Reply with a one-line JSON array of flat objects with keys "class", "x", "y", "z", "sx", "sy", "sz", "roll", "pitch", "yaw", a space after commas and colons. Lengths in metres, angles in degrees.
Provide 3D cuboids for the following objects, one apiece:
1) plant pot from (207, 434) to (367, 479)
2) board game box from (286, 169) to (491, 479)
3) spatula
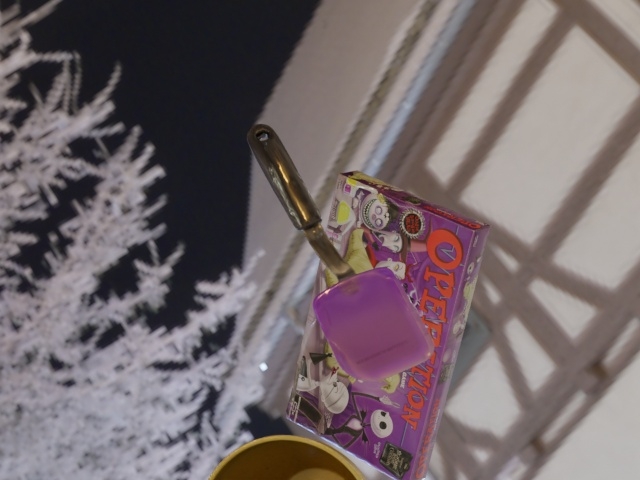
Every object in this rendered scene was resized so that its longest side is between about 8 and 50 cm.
[{"class": "plant pot", "x": -0.013, "y": 0.205, "z": 0.936, "sx": 0.134, "sy": 0.134, "sz": 0.095, "roll": -43, "pitch": -11, "yaw": 9}, {"class": "board game box", "x": 0.077, "y": 0.109, "z": 1.587, "sx": 0.056, "sy": 0.208, "sz": 0.347, "roll": -17, "pitch": -57, "yaw": -55}, {"class": "spatula", "x": 0.000, "y": 0.000, "z": 1.153, "sx": 0.084, "sy": 0.296, "sz": 0.030, "roll": -24, "pitch": -34, "yaw": -12}]
